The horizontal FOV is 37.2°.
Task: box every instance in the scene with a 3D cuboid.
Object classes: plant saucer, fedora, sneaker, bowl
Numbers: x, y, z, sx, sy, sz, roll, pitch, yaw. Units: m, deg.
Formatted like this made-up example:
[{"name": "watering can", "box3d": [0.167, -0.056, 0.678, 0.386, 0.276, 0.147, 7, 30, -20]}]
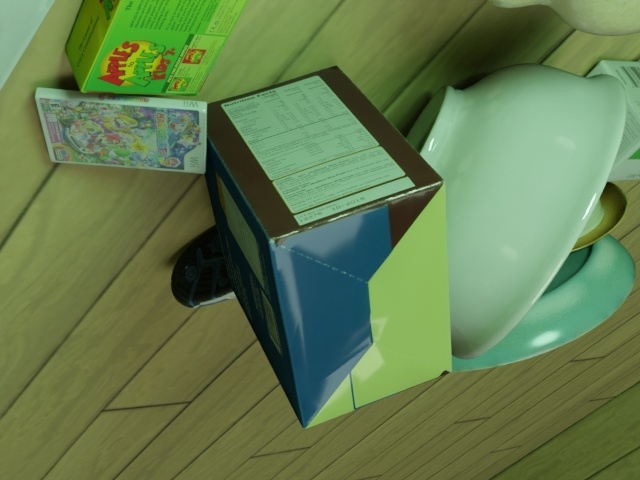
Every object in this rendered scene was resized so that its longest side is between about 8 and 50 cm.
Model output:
[{"name": "plant saucer", "box3d": [0.188, 0.044, 1.074, 0.318, 0.317, 0.043, -23, 111, -7]}, {"name": "fedora", "box3d": [0.242, -0.049, 1.068, 0.194, 0.194, 0.079, -22, 117, -8]}, {"name": "sneaker", "box3d": [-0.051, 0.013, 0.960, 0.211, 0.080, 0.081, -27, 151, 6]}, {"name": "bowl", "box3d": [0.138, -0.050, 0.878, 0.134, 0.297, 0.298, 27, 137, -5]}]

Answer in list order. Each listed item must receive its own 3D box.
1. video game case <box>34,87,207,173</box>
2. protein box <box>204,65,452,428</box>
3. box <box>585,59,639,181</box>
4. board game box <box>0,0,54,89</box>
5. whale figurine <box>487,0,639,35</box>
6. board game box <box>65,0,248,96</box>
[{"name": "video game case", "box3d": [-0.147, -0.081, 0.719, 0.122, 0.011, 0.087, 4, 152, -5]}, {"name": "protein box", "box3d": [0.000, 0.000, 0.780, 0.136, 0.201, 0.199, -19, 130, -13]}, {"name": "box", "box3d": [0.327, -0.127, 1.015, 0.101, 0.102, 0.087, -6, 150, -37]}, {"name": "board game box", "box3d": [-0.349, -0.124, 0.475, 0.390, 0.050, 0.390, 4, 142, -45]}, {"name": "whale figurine", "box3d": [0.177, -0.253, 0.630, 0.272, 0.141, 0.216, 16, 132, -37]}, {"name": "board game box", "box3d": [-0.093, -0.172, 0.622, 0.092, 0.043, 0.181, -4, 146, -37]}]
